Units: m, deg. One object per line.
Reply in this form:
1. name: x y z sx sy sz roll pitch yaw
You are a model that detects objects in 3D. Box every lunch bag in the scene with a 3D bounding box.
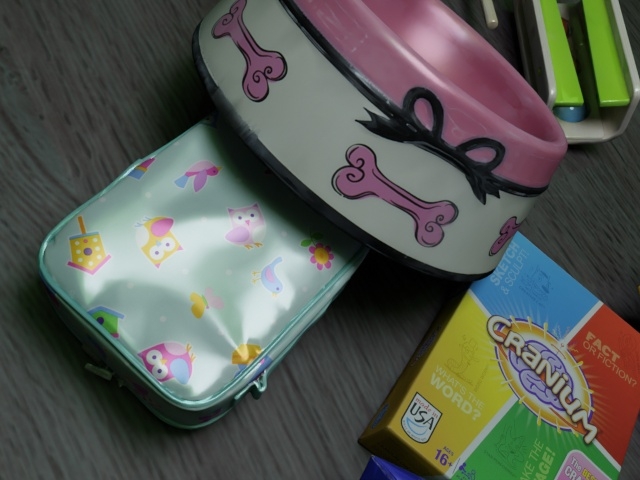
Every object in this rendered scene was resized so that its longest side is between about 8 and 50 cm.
1. lunch bag: -0.097 0.025 0.659 0.224 0.108 0.279 44 61 4

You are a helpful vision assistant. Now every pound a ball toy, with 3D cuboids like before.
1. pound a ball toy: 0.326 -0.298 1.074 0.208 0.135 0.319 -1 61 2

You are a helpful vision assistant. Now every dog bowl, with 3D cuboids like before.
1. dog bowl: 0.080 -0.157 0.744 0.408 0.150 0.408 30 30 -19

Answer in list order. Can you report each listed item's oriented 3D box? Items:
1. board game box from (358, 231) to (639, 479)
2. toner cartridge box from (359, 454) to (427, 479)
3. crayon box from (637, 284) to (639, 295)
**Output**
1. board game box: 0.219 0.164 0.779 0.242 0.064 0.316 39 53 -1
2. toner cartridge box: 0.165 0.334 0.609 0.348 0.075 0.165 28 86 -10
3. crayon box: 0.491 0.163 0.864 0.203 0.083 0.322 20 54 -41
